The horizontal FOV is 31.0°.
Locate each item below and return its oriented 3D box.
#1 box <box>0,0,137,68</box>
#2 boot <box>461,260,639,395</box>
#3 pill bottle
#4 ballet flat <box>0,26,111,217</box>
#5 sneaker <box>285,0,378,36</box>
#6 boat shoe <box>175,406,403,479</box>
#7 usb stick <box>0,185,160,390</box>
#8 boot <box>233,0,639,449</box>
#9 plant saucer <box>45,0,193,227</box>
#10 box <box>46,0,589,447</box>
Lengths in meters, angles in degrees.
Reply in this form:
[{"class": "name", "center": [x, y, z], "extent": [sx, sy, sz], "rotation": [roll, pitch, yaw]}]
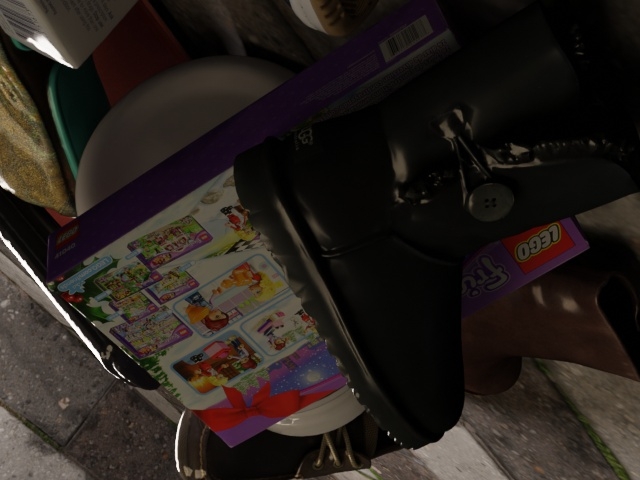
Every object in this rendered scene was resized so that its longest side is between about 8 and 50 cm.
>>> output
[{"class": "box", "center": [-0.160, -0.206, 0.728], "extent": [0.072, 0.137, 0.126], "rotation": [28, 161, 27]}, {"class": "boot", "center": [0.167, 0.078, 0.914], "extent": [0.207, 0.090, 0.248], "rotation": [23, 155, 41]}, {"class": "pill bottle", "center": [-0.049, 0.027, 0.997], "extent": [0.210, 0.210, 0.363], "rotation": [28, 161, 26]}, {"class": "ballet flat", "center": [-0.229, -0.161, 0.862], "extent": [0.123, 0.123, 0.349], "rotation": [27, 141, 27]}, {"class": "sneaker", "center": [-0.054, -0.225, 0.538], "extent": [0.153, 0.099, 0.282], "rotation": [20, 150, 29]}, {"class": "boat shoe", "center": [0.005, 0.183, 1.231], "extent": [0.130, 0.355, 0.132], "rotation": [0, 98, 44]}, {"class": "usb stick", "center": [-0.209, 0.026, 0.944], "extent": [0.278, 0.045, 0.077], "rotation": [40, 168, 41]}, {"class": "boot", "center": [0.094, 0.003, 0.666], "extent": [0.246, 0.207, 0.094], "rotation": [58, -163, -31]}, {"class": "plant saucer", "center": [-0.213, -0.102, 1.027], "extent": [0.259, 0.258, 0.048], "rotation": [53, -161, -41]}, {"class": "box", "center": [0.000, 0.000, 0.750], "extent": [0.201, 0.293, 0.057], "rotation": [50, -164, -35]}]
